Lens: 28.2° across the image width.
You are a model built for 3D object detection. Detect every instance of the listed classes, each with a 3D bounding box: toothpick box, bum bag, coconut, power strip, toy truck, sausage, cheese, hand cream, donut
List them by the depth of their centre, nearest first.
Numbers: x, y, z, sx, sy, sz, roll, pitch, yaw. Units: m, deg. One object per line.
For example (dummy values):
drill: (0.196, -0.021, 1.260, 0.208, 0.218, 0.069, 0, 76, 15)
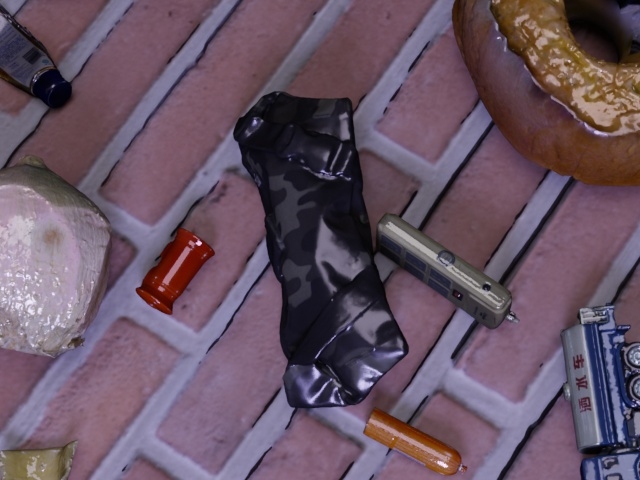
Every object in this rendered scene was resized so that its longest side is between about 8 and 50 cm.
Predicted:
toy truck: (0.282, 0.162, 1.227, 0.088, 0.074, 0.201, -6, 72, 5)
coconut: (-0.293, 0.011, 1.245, 0.194, 0.194, 0.194, -1, 72, 2)
sausage: (0.094, 0.200, 1.245, 0.107, 0.031, 0.031, 26, 75, 8)
cheese: (-0.268, 0.228, 1.245, 0.084, 0.041, 0.060, -16, 64, 13)
power strip: (0.127, 0.035, 1.272, 0.169, 0.076, 0.028, 35, 75, 13)
bum bag: (0.000, 0.000, 1.275, 0.144, 0.095, 0.340, -22, 69, 27)
toothpick box: (-0.150, 0.033, 1.299, 0.047, 0.047, 0.083, 32, 77, 11)
donut: (0.288, -0.212, 1.308, 0.317, 0.150, 0.299, 23, 78, 9)
hand cream: (-0.334, -0.205, 1.390, 0.062, 0.039, 0.163, -44, 70, -9)
